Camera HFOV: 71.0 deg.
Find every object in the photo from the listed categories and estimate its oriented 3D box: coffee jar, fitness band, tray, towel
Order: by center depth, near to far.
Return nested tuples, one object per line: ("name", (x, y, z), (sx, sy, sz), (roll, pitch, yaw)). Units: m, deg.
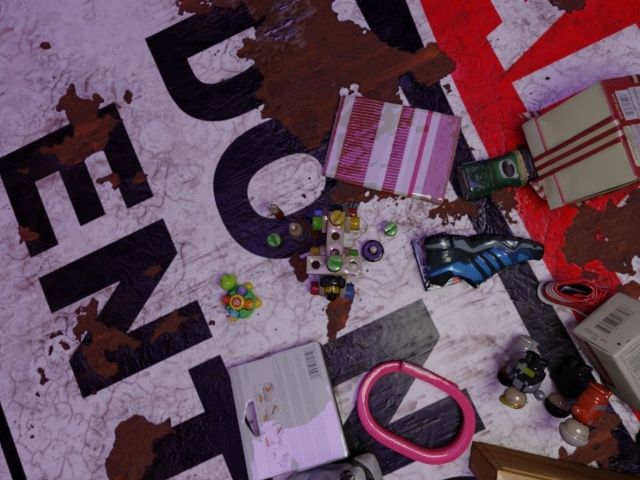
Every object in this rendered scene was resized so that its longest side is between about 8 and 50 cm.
("tray", (0.563, 0.547, 0.988), (0.410, 0.203, 0.076), (11, 83, 6))
("fitness band", (0.232, 0.420, 1.108), (0.290, 0.054, 0.209), (24, 89, 8))
("coffee jar", (0.448, -0.168, 1.141), (0.184, 0.079, 0.096), (-14, 83, 3))
("towel", (0.189, -0.244, 1.193), (0.328, 0.037, 0.237), (14, 87, 8))

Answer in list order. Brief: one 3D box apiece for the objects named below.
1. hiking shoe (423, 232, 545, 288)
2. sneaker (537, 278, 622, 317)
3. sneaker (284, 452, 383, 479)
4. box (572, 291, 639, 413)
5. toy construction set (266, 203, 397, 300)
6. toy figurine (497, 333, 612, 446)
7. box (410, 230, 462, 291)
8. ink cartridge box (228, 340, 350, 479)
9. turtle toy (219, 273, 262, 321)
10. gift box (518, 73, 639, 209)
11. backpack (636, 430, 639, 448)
("hiking shoe", (0.398, 0.050, 1.105), (0.303, 0.113, 0.132), (0, 95, -5))
("sneaker", (0.649, 0.142, 1.065), (0.220, 0.128, 0.087), (7, 84, 5))
("sneaker", (0.018, 0.566, 0.958), (0.210, 0.366, 0.138), (-21, 73, 9))
("box", (0.708, 0.259, 1.007), (0.148, 0.127, 0.232), (-39, 108, 0))
("toy construction set", (0.000, 0.000, 1.077), (0.308, 0.237, 0.258), (27, 86, 7))
("toy figurine", (0.513, 0.334, 1.018), (0.209, 0.213, 0.148), (25, 102, 10))
("box", (0.296, 0.054, 1.153), (0.093, 0.027, 0.137), (-16, 82, 1))
("ink cartridge box", (-0.079, 0.413, 1.095), (0.238, 0.060, 0.275), (-17, 68, 3))
("turtle toy", (-0.218, 0.146, 1.163), (0.095, 0.066, 0.130), (-31, 82, 0))
("gift box", (0.628, -0.225, 1.036), (0.276, 0.258, 0.256), (-9, 81, -18))
("backpack", (0.901, 0.425, 0.901), (0.273, 0.355, 0.290), (37, 87, 6))
